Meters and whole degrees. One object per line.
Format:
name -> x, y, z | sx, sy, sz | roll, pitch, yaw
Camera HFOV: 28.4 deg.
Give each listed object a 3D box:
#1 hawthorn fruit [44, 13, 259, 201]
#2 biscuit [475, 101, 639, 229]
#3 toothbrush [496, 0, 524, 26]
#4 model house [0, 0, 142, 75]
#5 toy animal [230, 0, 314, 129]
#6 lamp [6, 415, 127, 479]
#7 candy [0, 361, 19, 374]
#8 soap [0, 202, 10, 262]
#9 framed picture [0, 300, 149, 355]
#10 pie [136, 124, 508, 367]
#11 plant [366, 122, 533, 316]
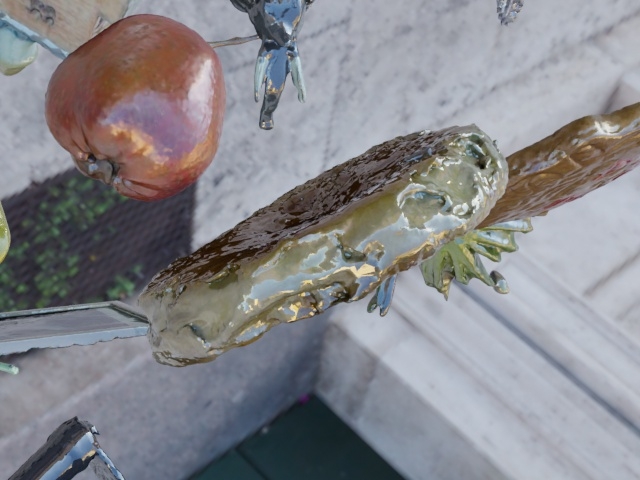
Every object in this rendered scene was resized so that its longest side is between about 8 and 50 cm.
hawthorn fruit -> -0.149, -0.141, 1.151 | 0.162, 0.163, 0.203 | 83, 31, -59
biscuit -> 0.286, -0.081, 1.446 | 0.257, 0.049, 0.273 | -13, 163, -36
toothbrush -> 0.148, -0.265, 0.730 | 0.031, 0.023, 0.321 | -83, -176, -50
model house -> -0.338, -0.329, 1.555 | 0.325, 0.267, 0.194 | -54, -175, 50
toy animal -> -0.028, -0.220, 0.997 | 0.082, 0.137, 0.269 | 0, 97, -13
lamp -> -0.074, 0.329, 0.925 | 0.205, 0.272, 0.374 | -46, 119, -37
candy -> -0.489, 0.137, 1.595 | 0.073, 0.262, 0.077 | 42, 62, -63
soap -> -0.349, -0.027, 1.224 | 0.089, 0.140, 0.045 | -26, 166, 18
framed picture -> -0.311, 0.095, 1.307 | 0.281, 0.209, 0.019 | -5, 96, -28
pie -> 0.000, 0.000, 0.604 | 0.195, 0.046, 0.195 | -28, -170, 5
plant -> 0.183, -0.027, 1.635 | 0.333, 0.180, 0.251 | -22, 118, -77
